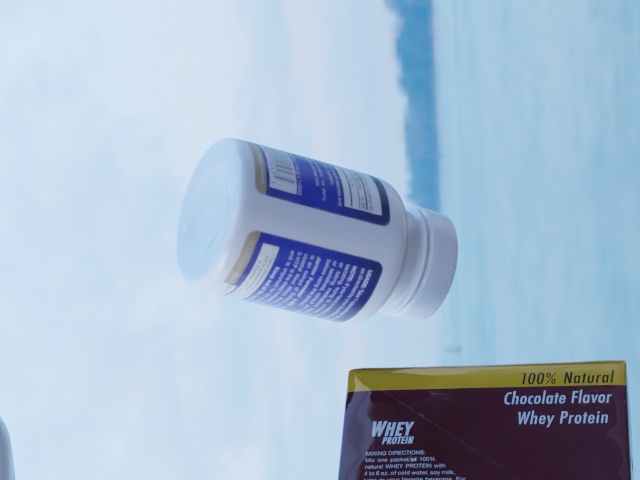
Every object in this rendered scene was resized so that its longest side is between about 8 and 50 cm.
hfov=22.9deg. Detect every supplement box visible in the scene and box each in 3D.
[{"bbox_3d":[0.113,0.196,1.048,0.129,0.191,0.194,76,-164,-48],"label":"supplement box"}]

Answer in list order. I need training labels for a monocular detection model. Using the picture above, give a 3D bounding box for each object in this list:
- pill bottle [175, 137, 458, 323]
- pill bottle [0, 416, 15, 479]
[{"bbox_3d":[0.000,0.000,1.146,0.112,0.186,0.112,-41,42,50],"label":"pill bottle"},{"bbox_3d":[-0.309,0.173,0.758,0.181,0.322,0.182,178,90,-79],"label":"pill bottle"}]
